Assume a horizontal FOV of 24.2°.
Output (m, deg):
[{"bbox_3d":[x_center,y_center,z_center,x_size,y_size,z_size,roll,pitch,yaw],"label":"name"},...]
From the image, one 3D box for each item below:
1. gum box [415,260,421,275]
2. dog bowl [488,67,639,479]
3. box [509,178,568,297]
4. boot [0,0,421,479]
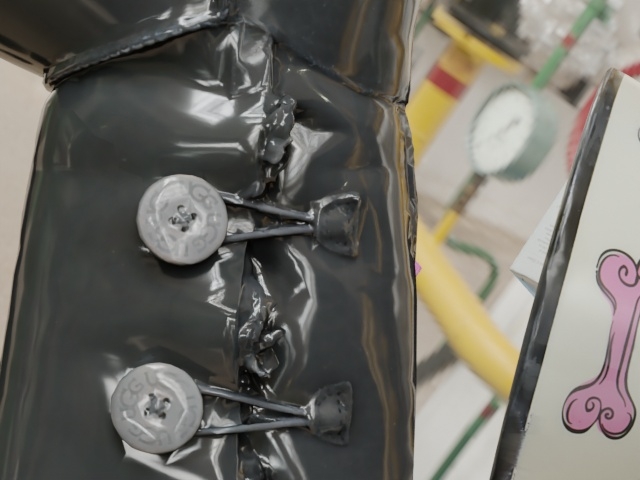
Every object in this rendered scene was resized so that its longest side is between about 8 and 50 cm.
[{"bbox_3d":[0.000,0.000,1.425,0.188,0.062,0.107,49,48,-16],"label":"gum box"},{"bbox_3d":[0.233,0.087,1.105,0.150,0.408,0.408,15,14,12],"label":"dog bowl"},{"bbox_3d":[0.307,0.004,1.576,0.130,0.170,0.091,29,-8,39],"label":"box"},{"bbox_3d":[-0.132,0.017,0.703,0.367,0.445,0.146,4,3,4],"label":"boot"}]
